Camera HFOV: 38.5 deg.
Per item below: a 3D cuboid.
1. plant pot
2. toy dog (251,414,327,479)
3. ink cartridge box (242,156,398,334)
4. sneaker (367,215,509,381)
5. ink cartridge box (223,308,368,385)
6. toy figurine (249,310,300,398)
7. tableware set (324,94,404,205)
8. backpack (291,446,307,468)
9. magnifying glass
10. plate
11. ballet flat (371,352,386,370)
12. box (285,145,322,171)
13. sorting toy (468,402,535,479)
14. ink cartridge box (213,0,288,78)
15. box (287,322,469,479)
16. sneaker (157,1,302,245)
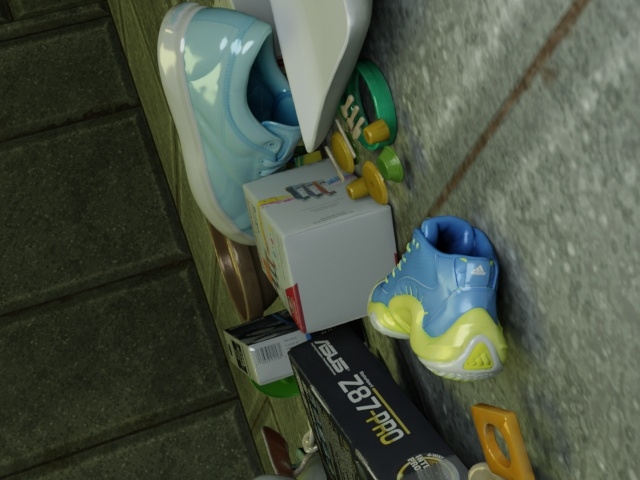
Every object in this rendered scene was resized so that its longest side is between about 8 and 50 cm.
[{"bbox_3d":[-0.118,0.020,1.627,0.237,0.109,0.237,162,90,-77],"label":"plant pot"},{"bbox_3d":[-0.040,0.345,1.305,0.334,0.161,0.220,56,-134,-51],"label":"toy dog"},{"bbox_3d":[0.000,0.000,1.068,0.176,0.127,0.128,-129,25,-61],"label":"ink cartridge box"},{"bbox_3d":[0.107,0.034,0.816,0.240,0.091,0.126,-147,60,-71],"label":"sneaker"},{"bbox_3d":[-0.053,0.148,1.395,0.332,0.165,0.065,171,82,-76],"label":"ink cartridge box"},{"bbox_3d":[-0.093,0.184,1.682,0.130,0.173,0.159,-56,19,15],"label":"toy figurine"},{"bbox_3d":[0.047,-0.081,0.922,0.104,0.024,0.154,63,165,10],"label":"tableware set"},{"bbox_3d":[0.022,0.434,1.513,0.188,0.144,0.166,66,163,-5],"label":"backpack"},{"bbox_3d":[0.029,-0.153,0.989,0.231,0.026,0.092,-144,39,-66],"label":"magnifying glass"},{"bbox_3d":[-0.007,-0.261,0.892,0.278,0.045,0.277,116,142,-71],"label":"plate"},{"bbox_3d":[0.079,0.198,1.197,0.041,0.041,0.114,87,162,-46],"label":"ballet flat"},{"bbox_3d":[-0.012,-0.037,1.262,0.105,0.043,0.179,-152,44,-71],"label":"box"},{"bbox_3d":[0.206,0.296,0.779,0.196,0.047,0.348,-154,48,-67],"label":"sorting toy"},{"bbox_3d":[-0.088,-0.271,1.208,0.175,0.072,0.127,146,106,-76],"label":"ink cartridge box"},{"bbox_3d":[0.097,0.338,1.077,0.318,0.097,0.395,-129,21,-55],"label":"box"},{"bbox_3d":[-0.079,-0.117,1.122,0.150,0.135,0.366,12,145,26],"label":"sneaker"}]
